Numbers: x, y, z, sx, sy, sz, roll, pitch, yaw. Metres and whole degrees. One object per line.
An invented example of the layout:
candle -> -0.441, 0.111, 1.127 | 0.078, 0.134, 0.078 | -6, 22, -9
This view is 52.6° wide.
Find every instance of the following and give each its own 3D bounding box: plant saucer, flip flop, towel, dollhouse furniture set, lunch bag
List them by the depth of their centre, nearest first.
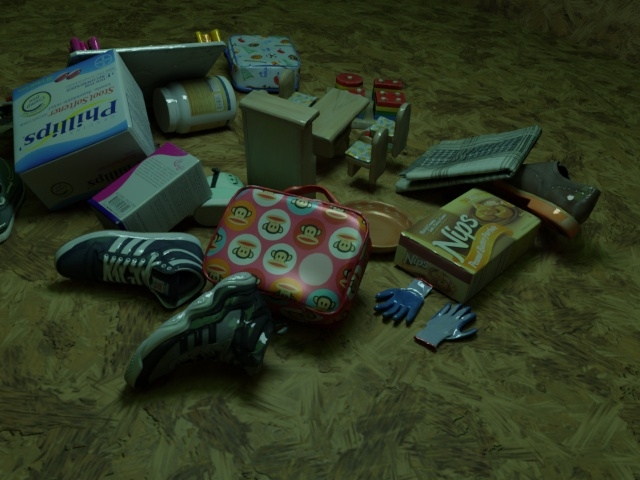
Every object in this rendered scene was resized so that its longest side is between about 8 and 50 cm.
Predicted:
lunch bag -> -0.055, 0.010, 1.231 | 0.292, 0.120, 0.258 | 16, 70, 14
plant saucer -> 0.119, -0.028, 1.476 | 0.199, 0.037, 0.200 | 5, 34, -3
dollhouse furniture set -> -0.014, -0.298, 1.596 | 0.361, 0.257, 0.394 | 22, 48, 20
towel -> 0.378, -0.219, 1.665 | 0.324, 0.056, 0.312 | -6, 24, 35
flip flop -> -0.727, -0.283, 1.674 | 0.112, 0.080, 0.277 | 10, 19, 15
lunch bag -> -0.201, -0.599, 2.179 | 0.242, 0.115, 0.303 | -5, 37, -12

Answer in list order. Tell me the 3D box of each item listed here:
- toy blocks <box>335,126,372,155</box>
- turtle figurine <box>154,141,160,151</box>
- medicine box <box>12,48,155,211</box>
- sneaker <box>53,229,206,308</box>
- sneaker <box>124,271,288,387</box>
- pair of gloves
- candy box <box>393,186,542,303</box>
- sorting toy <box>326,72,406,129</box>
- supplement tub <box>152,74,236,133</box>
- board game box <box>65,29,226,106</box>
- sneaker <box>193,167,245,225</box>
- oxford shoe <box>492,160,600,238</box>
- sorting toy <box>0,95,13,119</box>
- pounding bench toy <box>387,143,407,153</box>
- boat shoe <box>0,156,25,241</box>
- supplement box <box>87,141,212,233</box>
toy blocks -> 0.097, -0.287, 1.831 | 0.123, 0.054, 0.148 | 13, 35, 8
turtle figurine -> -0.416, -0.180, 1.547 | 0.234, 0.118, 0.175 | 30, 41, 21
medicine box -> -0.534, -0.251, 1.464 | 0.263, 0.149, 0.289 | -22, 53, 0
sneaker -> -0.352, 0.057, 1.223 | 0.282, 0.099, 0.153 | -4, 34, -20
sneaker -> -0.180, 0.181, 1.067 | 0.268, 0.101, 0.153 | -39, 78, -20
pair of gloves -> 0.209, 0.140, 1.267 | 0.198, 0.023, 0.159 | 31, 41, 31
candy box -> 0.330, 0.000, 1.429 | 0.182, 0.088, 0.316 | 32, 42, 30
sorting toy -> 0.145, -0.443, 2.031 | 0.255, 0.090, 0.257 | 5, 35, -2
supplement tub -> -0.351, -0.377, 1.804 | 0.199, 0.145, 0.144 | -16, 41, -30
board game box -> -0.494, -0.445, 1.730 | 0.389, 0.051, 0.390 | -14, -4, -29
sneaker -> -0.157, -0.107, 1.487 | 0.255, 0.094, 0.151 | 1, 41, -4
oxford shoe -> 0.528, -0.134, 1.565 | 0.130, 0.133, 0.364 | 34, 10, -34
sorting toy -> -0.843, -0.321, 1.678 | 0.274, 0.046, 0.132 | -22, 14, 6
pounding bench toy -> 0.212, -0.286, 1.850 | 0.083, 0.052, 0.065 | 14, 35, 10
boat shoe -> -0.715, -0.115, 1.406 | 0.116, 0.099, 0.320 | -6, 37, -17
supplement box -> -0.354, -0.091, 1.366 | 0.111, 0.114, 0.220 | 32, 63, 32
